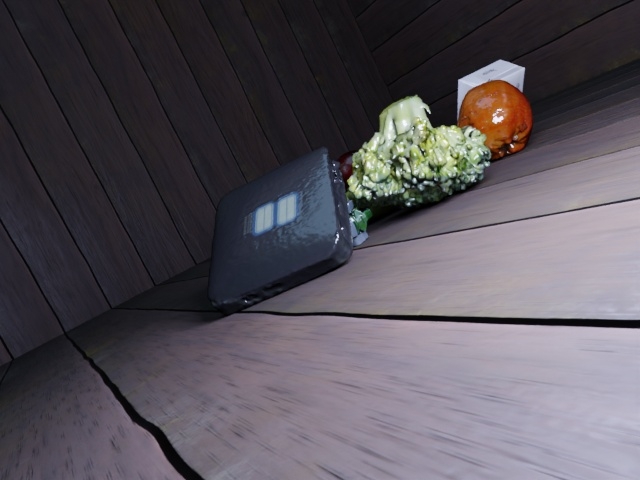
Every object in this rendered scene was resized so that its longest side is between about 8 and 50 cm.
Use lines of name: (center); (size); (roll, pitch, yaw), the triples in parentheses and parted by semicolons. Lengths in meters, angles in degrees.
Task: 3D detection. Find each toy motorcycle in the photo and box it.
toy motorcycle: (-0.008, -0.019, 1.361); (0.275, 0.124, 0.187); (-14, 22, 40)

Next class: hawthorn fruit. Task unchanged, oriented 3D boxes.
hawthorn fruit: (0.489, -0.364, 1.591); (0.211, 0.211, 0.298); (-22, 49, 31)

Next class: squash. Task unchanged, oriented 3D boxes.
squash: (0.124, -0.107, 1.588); (0.187, 0.123, 0.123); (-29, 7, -3)

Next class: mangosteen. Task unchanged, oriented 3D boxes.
mangosteen: (0.124, -0.201, 2.041); (0.257, 0.215, 0.215); (-53, 4, 7)

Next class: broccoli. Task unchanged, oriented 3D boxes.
broccoli: (0.222, -0.181, 1.348); (0.324, 0.272, 0.334); (-52, 15, -11)

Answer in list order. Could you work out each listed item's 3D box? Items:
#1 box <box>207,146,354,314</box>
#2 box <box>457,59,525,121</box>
box: (-0.099, -0.028, 1.270); (0.351, 0.091, 0.359); (-25, 42, 19)
box: (0.550, -0.425, 1.823); (0.195, 0.260, 0.111); (-28, 41, -21)
